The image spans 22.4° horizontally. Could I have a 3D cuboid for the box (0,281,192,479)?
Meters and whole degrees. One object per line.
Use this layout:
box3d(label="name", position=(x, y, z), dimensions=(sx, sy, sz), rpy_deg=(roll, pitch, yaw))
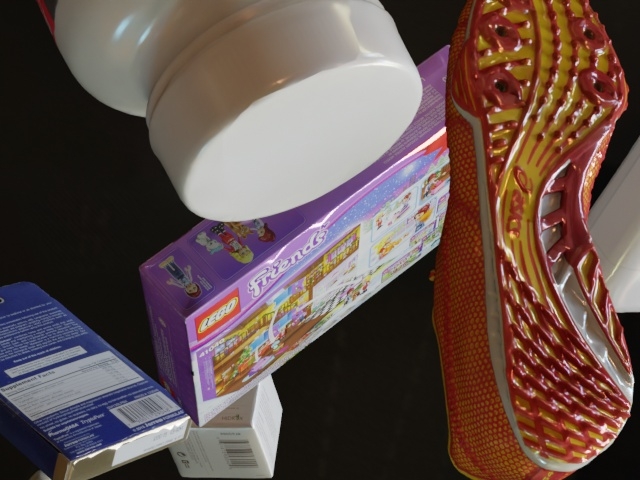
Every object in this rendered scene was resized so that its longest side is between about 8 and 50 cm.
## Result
box3d(label="box", position=(-0.232, 0.115, 1.364), dimensions=(0.136, 0.225, 0.036), rpy_deg=(-17, 133, -45))

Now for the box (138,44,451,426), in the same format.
box3d(label="box", position=(0.000, 0.000, 1.229), dimensions=(0.293, 0.201, 0.057), rpy_deg=(-37, 69, -19))

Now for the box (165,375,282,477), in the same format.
box3d(label="box", position=(-0.099, 0.177, 1.626), dimensions=(0.102, 0.087, 0.101), rpy_deg=(-1, 142, 12))

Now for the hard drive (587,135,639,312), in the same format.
box3d(label="hard drive", position=(0.302, -0.101, 0.868), dimensions=(0.233, 0.047, 0.353), rpy_deg=(1, 133, -34))

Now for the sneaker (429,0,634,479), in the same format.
box3d(label="sneaker", position=(0.056, -0.009, 0.505), dimensions=(0.064, 0.067, 0.175), rpy_deg=(15, 66, -21))

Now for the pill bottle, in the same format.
box3d(label="pill bottle", position=(-0.074, -0.175, 0.833), dimensions=(0.176, 0.176, 0.318), rpy_deg=(-22, 67, -14))

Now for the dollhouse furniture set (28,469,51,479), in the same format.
box3d(label="dollhouse furniture set", position=(-0.302, 0.278, 1.343), dimensions=(0.301, 0.197, 0.151), rpy_deg=(39, 119, -3))
